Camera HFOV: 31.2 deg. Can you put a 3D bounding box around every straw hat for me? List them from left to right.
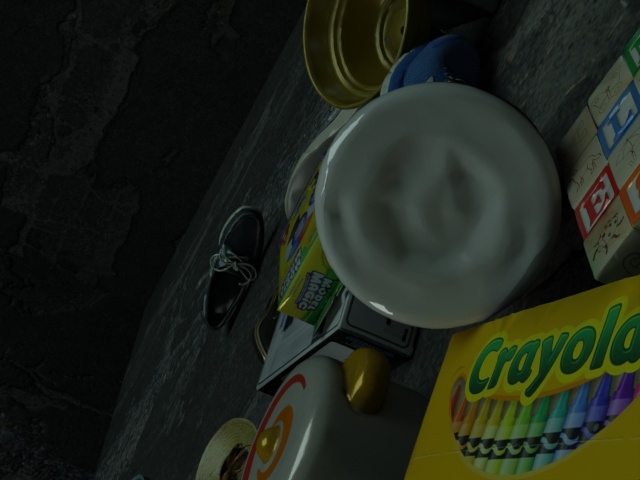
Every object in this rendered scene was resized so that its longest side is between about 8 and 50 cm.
[{"bbox_3d":[-0.104,0.314,1.549,0.144,0.061,0.144,-38,36,36],"label":"straw hat"}]

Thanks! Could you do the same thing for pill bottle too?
[{"bbox_3d":[0.106,-0.041,0.944,0.176,0.176,0.318,-64,-6,11],"label":"pill bottle"}]

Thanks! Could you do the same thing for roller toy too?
[{"bbox_3d":[0.010,0.209,1.059,0.209,0.146,0.191,-43,26,60],"label":"roller toy"}]

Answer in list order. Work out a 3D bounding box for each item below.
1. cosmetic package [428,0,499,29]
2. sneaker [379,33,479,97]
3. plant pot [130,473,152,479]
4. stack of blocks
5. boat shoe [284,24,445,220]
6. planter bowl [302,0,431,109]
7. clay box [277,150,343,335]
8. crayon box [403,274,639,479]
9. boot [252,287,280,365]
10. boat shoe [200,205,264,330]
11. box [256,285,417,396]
[{"bbox_3d":[0.161,-0.359,1.534,0.238,0.127,0.107,-143,76,-79],"label":"cosmetic package"},{"bbox_3d":[0.142,-0.120,1.238,0.147,0.130,0.330,-29,30,37],"label":"sneaker"},{"bbox_3d":[-0.167,0.434,1.271,0.293,0.196,0.293,-60,14,25],"label":"plant pot"},{"bbox_3d":[0.270,-0.114,0.700,0.297,0.087,0.171,-59,14,30],"label":"stack of blocks"},{"bbox_3d":[0.069,-0.166,1.611,0.340,0.127,0.158,-52,12,19],"label":"boat shoe"},{"bbox_3d":[0.075,-0.268,1.431,0.217,0.090,0.217,-4,85,55],"label":"planter bowl"},{"bbox_3d":[0.000,0.000,1.295,0.127,0.053,0.222,-61,12,23],"label":"clay box"},{"bbox_3d":[0.139,0.188,0.647,0.313,0.106,0.363,-70,13,-18],"label":"crayon box"},{"bbox_3d":[-0.030,0.089,1.639,0.137,0.077,0.198,-53,18,28],"label":"boot"},{"bbox_3d":[-0.174,0.056,2.243,0.079,0.095,0.254,-101,35,-72],"label":"boat shoe"},{"bbox_3d":[0.029,0.085,1.349,0.290,0.087,0.169,-42,27,61],"label":"box"}]
